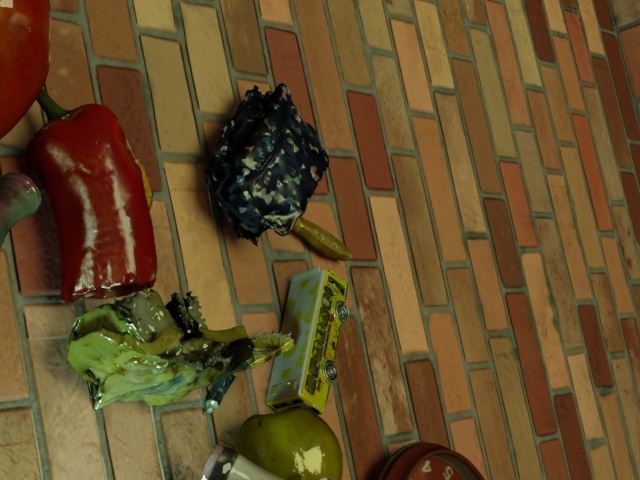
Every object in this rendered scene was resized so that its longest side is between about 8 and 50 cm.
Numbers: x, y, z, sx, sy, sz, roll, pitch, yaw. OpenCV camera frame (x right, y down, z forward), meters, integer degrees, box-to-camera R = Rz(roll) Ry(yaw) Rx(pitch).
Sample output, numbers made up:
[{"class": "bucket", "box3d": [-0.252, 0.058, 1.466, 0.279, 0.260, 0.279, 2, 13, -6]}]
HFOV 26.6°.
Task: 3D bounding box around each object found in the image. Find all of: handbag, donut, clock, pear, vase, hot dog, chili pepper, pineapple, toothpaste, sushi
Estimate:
[{"class": "handbag", "box3d": [-0.081, -0.116, 1.981, 0.162, 0.113, 0.260, 59, 35, -29]}, {"class": "donut", "box3d": [-0.256, -0.068, 1.781, 0.067, 0.038, 0.083, -21, 88, -53]}, {"class": "clock", "box3d": [0.175, 0.472, 2.101, 0.318, 0.080, 0.318, 19, 65, -48]}, {"class": "pear", "box3d": [-0.040, 0.303, 1.818, 0.149, 0.149, 0.162, -11, 79, -55]}, {"class": "vase", "box3d": [-0.391, -0.004, 1.531, 0.086, 0.086, 0.214, 59, 32, -19]}, {"class": "hot dog", "box3d": [0.000, 0.001, 2.111, 0.137, 0.028, 0.044, 33, 24, -45]}, {"class": "chili pepper", "box3d": [-0.289, -0.097, 1.667, 0.134, 0.131, 0.338, -2, 75, -64]}, {"class": "pineapple", "box3d": [-0.079, 0.150, 1.921, 0.083, 0.019, 0.045, -25, 52, -29]}, {"class": "toothpaste", "box3d": [-0.137, 0.205, 1.840, 0.027, 0.019, 0.083, 41, 38, -12]}, {"class": "sushi", "box3d": [-0.209, 0.137, 1.692, 0.291, 0.139, 0.131, 8, 59, -61]}]

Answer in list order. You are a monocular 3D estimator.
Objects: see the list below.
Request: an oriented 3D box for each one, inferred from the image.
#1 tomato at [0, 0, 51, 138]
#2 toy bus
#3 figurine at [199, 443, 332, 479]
[{"class": "tomato", "box3d": [-0.431, -0.224, 1.439, 0.298, 0.226, 0.298, -10, 90, -67]}, {"class": "toy bus", "box3d": [-0.018, 0.152, 1.981, 0.074, 0.081, 0.226, 37, 51, -33]}, {"class": "figurine", "box3d": [-0.110, 0.419, 1.610, 0.253, 0.211, 0.361, 61, 35, -15]}]
